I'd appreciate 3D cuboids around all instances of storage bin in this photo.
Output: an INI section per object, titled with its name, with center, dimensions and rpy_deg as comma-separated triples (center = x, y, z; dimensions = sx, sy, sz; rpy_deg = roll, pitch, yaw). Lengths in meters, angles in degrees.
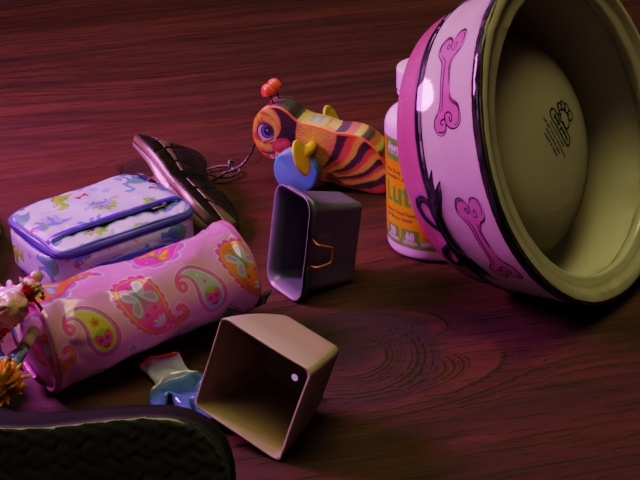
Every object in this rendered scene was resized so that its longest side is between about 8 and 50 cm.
[storage bin]
center = 0.000, 0.000, 1.502
dimensions = 0.091, 0.135, 0.098
rpy_deg = -7, 23, -32

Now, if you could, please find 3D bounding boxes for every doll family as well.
[doll family]
center = -0.363, 0.144, 1.205
dimensions = 0.263, 0.118, 0.163
rpy_deg = -36, 18, -20

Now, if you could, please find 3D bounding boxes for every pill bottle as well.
[pill bottle]
center = 0.151, -0.110, 1.575
dimensions = 0.136, 0.246, 0.136
rpy_deg = -3, 24, 1

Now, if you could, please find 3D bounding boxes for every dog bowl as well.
[dog bowl]
center = 0.251, -0.121, 1.445
dimensions = 0.150, 0.408, 0.408
rpy_deg = -8, 15, 43

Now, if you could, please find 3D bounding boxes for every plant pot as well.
[plant pot]
center = -0.043, 0.134, 1.213
dimensions = 0.109, 0.109, 0.096
rpy_deg = 30, 27, 23

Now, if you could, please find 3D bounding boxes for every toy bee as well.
[toy bee]
center = -0.037, -0.154, 1.802
dimensions = 0.298, 0.162, 0.195
rpy_deg = -4, 26, -3

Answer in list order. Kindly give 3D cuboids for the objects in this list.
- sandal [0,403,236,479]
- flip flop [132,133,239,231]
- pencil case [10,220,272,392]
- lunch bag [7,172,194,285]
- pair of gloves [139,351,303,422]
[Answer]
[sandal]
center = -0.297, 0.209, 1.068
dimensions = 0.445, 0.168, 0.107
rpy_deg = 5, 5, -2
[flip flop]
center = -0.203, -0.072, 1.741
dimensions = 0.112, 0.080, 0.277
rpy_deg = 12, 27, -40
[pencil case]
center = -0.202, 0.073, 1.369
dimensions = 0.284, 0.124, 0.124
rpy_deg = -21, 30, -34
[lunch bag]
center = -0.284, -0.009, 1.599
dimensions = 0.219, 0.090, 0.176
rpy_deg = -19, 32, -30
[pair of gloves]
center = -0.097, 0.145, 1.312
dimensions = 0.198, 0.023, 0.159
rpy_deg = -14, 27, -22
